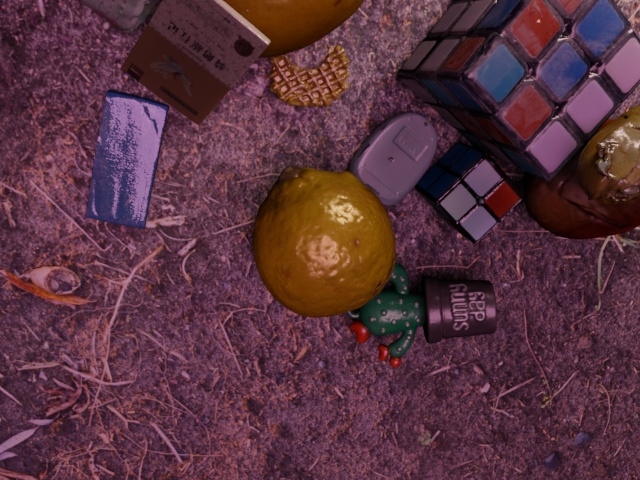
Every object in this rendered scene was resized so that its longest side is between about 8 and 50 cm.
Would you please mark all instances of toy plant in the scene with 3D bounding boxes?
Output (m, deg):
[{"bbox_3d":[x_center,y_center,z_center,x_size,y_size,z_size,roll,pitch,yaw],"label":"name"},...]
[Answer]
[{"bbox_3d":[0.271,0.184,1.590,0.401,0.185,0.279,-4,121,7],"label":"toy plant"}]

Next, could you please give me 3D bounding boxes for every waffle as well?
[{"bbox_3d":[-0.027,-0.398,1.386,0.194,0.051,0.148,3,108,-8],"label":"waffle"}]

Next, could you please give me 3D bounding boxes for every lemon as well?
[{"bbox_3d":[0.000,0.000,1.381,0.350,0.349,0.387,-30,117,-1],"label":"lemon"}]

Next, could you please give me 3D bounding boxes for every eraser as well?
[{"bbox_3d":[-0.459,-0.187,1.369,0.144,0.042,0.311,13,106,-14],"label":"eraser"}]

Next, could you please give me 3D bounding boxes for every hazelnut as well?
[{"bbox_3d":[0.692,-0.157,1.477,0.373,0.372,0.315,-21,73,-4],"label":"hazelnut"}]

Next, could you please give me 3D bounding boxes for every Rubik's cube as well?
[{"bbox_3d":[0.458,-0.401,1.325,0.359,0.363,0.362,39,93,-25],"label":"Rubik's cube"},{"bbox_3d":[0.384,-0.128,1.508,0.183,0.167,0.180,-43,113,6],"label":"Rubik's cube"}]

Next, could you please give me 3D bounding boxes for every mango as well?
[{"bbox_3d":[-0.085,-0.555,1.226,0.445,0.220,0.301,-28,124,3],"label":"mango"}]

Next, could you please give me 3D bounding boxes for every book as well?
[{"bbox_3d":[-0.277,-0.400,1.247,0.217,0.021,0.310,35,137,-21],"label":"book"}]

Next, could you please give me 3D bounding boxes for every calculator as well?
[{"bbox_3d":[0.182,-0.197,1.506,0.186,0.041,0.298,38,96,-21],"label":"calculator"}]

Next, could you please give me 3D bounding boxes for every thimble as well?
[{"bbox_3d":[-0.404,-0.539,1.192,0.149,0.185,0.211,35,133,-19],"label":"thimble"}]

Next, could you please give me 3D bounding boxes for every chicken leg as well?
[{"bbox_3d":[0.691,-0.241,1.232,0.201,0.153,0.429,44,76,-21],"label":"chicken leg"}]

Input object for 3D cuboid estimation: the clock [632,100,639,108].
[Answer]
[{"bbox_3d":[0.922,-0.302,1.618,0.172,0.064,0.197,-12,110,-9],"label":"clock"}]
